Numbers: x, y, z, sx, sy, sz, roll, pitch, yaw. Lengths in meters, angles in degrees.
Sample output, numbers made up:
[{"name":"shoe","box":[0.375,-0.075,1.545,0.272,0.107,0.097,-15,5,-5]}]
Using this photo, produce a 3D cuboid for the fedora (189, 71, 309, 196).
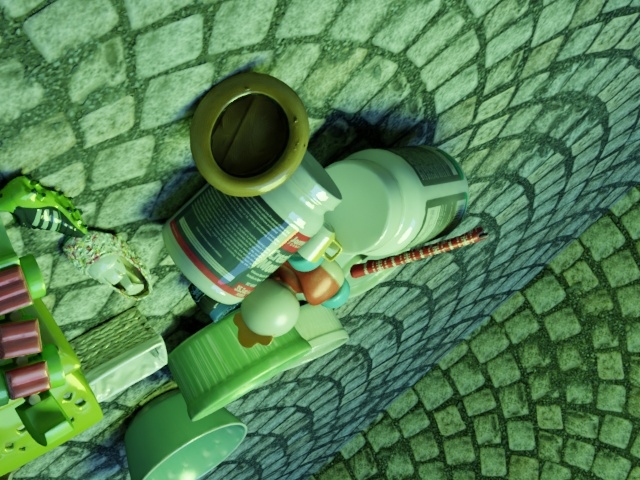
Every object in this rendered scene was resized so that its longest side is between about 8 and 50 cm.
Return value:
[{"name":"fedora","box":[-0.114,-0.165,1.554,0.194,0.194,0.079,-35,-168,-5]}]

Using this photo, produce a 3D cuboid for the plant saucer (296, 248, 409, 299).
[{"name":"plant saucer","box":[0.095,0.031,2.283,0.400,0.101,0.400,-31,158,-14]}]

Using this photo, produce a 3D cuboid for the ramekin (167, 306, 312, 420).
[{"name":"ramekin","box":[-0.183,0.249,2.155,0.303,0.148,0.303,-31,172,-5]}]

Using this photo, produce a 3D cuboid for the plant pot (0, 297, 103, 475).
[{"name":"plant pot","box":[-0.503,0.210,1.588,0.227,0.228,0.207,-27,150,-22]}]

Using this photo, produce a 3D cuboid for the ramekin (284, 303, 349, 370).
[{"name":"ramekin","box":[-0.044,0.228,2.402,0.207,0.109,0.207,-23,168,-5]}]

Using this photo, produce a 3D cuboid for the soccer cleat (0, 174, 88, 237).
[{"name":"soccer cleat","box":[-0.407,-0.042,1.452,0.072,0.060,0.179,-30,153,9]}]

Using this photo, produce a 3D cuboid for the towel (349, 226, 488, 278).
[{"name":"towel","box":[0.205,0.024,2.063,0.274,0.031,0.199,-17,178,15]}]

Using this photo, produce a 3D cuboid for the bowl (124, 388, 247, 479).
[{"name":"bowl","box":[-0.350,0.474,2.409,0.311,0.163,0.312,-31,157,-15]}]

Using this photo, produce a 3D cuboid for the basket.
[{"name":"basket","box":[-0.393,0.219,1.917,0.167,0.103,0.113,-30,157,-20]}]

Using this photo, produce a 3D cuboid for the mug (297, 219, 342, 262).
[{"name":"mug","box":[-0.003,-0.003,1.770,0.064,0.062,0.078,-46,144,21]}]

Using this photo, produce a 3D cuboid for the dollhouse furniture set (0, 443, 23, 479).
[{"name":"dollhouse furniture set","box":[-0.604,0.598,1.963,0.256,0.394,0.362,-45,157,17]}]

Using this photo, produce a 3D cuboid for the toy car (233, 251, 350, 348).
[{"name":"toy car","box":[-0.095,0.095,1.919,0.238,0.210,0.219,-50,150,-11]}]

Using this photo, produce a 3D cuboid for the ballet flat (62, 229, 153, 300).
[{"name":"ballet flat","box":[-0.345,0.046,1.682,0.091,0.077,0.241,-38,158,5]}]

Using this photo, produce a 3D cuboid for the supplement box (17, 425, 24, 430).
[{"name":"supplement box","box":[-0.595,0.342,1.946,0.062,0.036,0.098,-45,157,20]}]

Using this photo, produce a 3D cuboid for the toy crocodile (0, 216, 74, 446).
[{"name":"toy crocodile","box":[-0.436,0.128,1.419,0.115,0.341,0.105,-16,-174,-25]}]

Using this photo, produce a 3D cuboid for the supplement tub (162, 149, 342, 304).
[{"name":"supplement tub","box":[-0.117,-0.040,1.700,0.272,0.191,0.191,-42,158,12]}]

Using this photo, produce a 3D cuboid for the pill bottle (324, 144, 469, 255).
[{"name":"pill bottle","box":[0.134,-0.079,1.925,0.204,0.204,0.361,-48,164,25]}]

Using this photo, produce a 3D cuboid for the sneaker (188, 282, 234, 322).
[{"name":"sneaker","box":[-0.196,0.095,2.016,0.081,0.090,0.232,-43,179,12]}]
